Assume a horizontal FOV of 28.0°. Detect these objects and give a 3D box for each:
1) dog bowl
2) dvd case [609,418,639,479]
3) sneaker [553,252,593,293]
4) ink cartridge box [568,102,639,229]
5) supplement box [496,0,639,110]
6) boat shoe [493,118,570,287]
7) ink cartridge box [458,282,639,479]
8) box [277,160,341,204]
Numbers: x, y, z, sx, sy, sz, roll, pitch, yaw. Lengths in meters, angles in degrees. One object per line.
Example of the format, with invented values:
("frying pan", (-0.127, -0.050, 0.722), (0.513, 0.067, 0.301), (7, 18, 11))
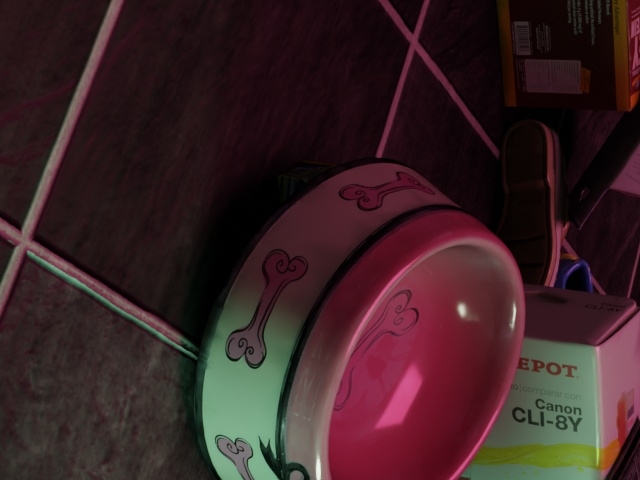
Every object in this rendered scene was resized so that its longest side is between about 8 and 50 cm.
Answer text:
("dog bowl", (0.064, 0.127, 1.373), (0.408, 0.150, 0.408), (-24, 125, -40))
("dvd case", (0.385, 0.356, 1.623), (0.221, 0.018, 0.165), (-49, 132, -38))
("sneaker", (0.335, 0.125, 1.898), (0.091, 0.126, 0.240), (21, 78, -12))
("ink cartridge box", (0.491, -0.157, 1.928), (0.330, 0.071, 0.324), (-59, 178, 11))
("supplement box", (0.371, -0.298, 1.841), (0.129, 0.194, 0.191), (-36, 125, -50))
("boat shoe", (0.318, -0.020, 1.883), (0.103, 0.113, 0.303), (14, 83, -52))
("ink cartridge box", (0.277, 0.266, 1.713), (0.160, 0.279, 0.385), (-28, 118, -51))
("box", (0.000, 0.000, 1.427), (0.054, 0.059, 0.169), (-33, 123, -48))
